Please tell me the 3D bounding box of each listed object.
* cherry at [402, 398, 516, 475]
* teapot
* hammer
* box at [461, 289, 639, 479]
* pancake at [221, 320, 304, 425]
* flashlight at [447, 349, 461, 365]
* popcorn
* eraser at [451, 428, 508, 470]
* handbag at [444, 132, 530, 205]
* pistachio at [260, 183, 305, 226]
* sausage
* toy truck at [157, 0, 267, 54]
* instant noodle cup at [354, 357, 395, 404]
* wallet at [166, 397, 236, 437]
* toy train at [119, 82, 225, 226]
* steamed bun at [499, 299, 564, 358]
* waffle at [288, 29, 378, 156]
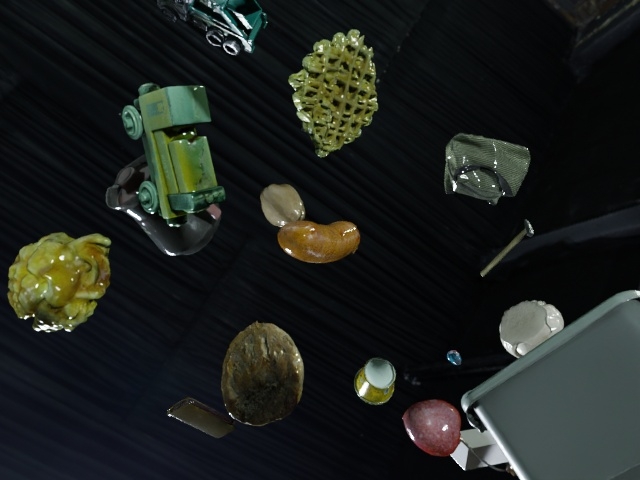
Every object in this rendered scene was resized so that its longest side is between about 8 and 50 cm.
[{"bbox_3d":[0.273,0.382,0.901,0.090,0.226,0.107,74,32,-51],"label":"cherry"},{"bbox_3d":[-0.551,-0.132,1.663,0.376,0.362,0.305,-1,-118,37],"label":"teapot"},{"bbox_3d":[0.486,0.027,1.196,0.062,0.013,0.198,-74,-169,-48],"label":"hammer"},{"bbox_3d":[0.297,0.184,0.482,0.243,0.163,0.135,-42,-138,19],"label":"box"},{"bbox_3d":[-0.197,0.438,1.505,0.356,0.356,0.065,-52,149,18],"label":"pancake"},{"bbox_3d":[0.553,0.486,1.862,0.051,0.051,0.129,-54,176,4],"label":"flashlight"},{"bbox_3d":[-0.822,0.116,1.443,0.274,0.279,0.335,-44,-133,48],"label":"popcorn"},{"bbox_3d":[0.541,0.615,1.372,0.078,0.299,0.076,-146,-122,-67],"label":"eraser"},{"bbox_3d":[0.684,-0.299,1.915,0.247,0.341,0.240,104,1,-84],"label":"handbag"},{"bbox_3d":[-0.111,-0.103,1.341,0.185,0.108,0.126,33,-86,46],"label":"pistachio"},{"bbox_3d":[-0.002,0.000,1.100,0.109,0.109,0.271,-51,155,21],"label":"sausage"},{"bbox_3d":[-0.218,-0.482,0.916,0.110,0.216,0.116,-67,-172,-13],"label":"toy truck"},{"bbox_3d":[0.248,0.606,1.990,0.144,0.182,0.182,99,15,-52],"label":"instant noodle cup"},{"bbox_3d":[-0.370,0.561,1.428,0.110,0.198,0.031,-35,-149,26],"label":"wallet"},{"bbox_3d":[-0.396,-0.231,1.230,0.253,0.396,0.160,2,-164,40],"label":"toy train"},{"bbox_3d":[0.608,0.259,1.303,0.183,0.106,0.182,-39,-158,19],"label":"steamed bun"},{"bbox_3d":[0.054,-0.407,1.269,0.073,0.317,0.297,30,-116,38],"label":"waffle"}]
